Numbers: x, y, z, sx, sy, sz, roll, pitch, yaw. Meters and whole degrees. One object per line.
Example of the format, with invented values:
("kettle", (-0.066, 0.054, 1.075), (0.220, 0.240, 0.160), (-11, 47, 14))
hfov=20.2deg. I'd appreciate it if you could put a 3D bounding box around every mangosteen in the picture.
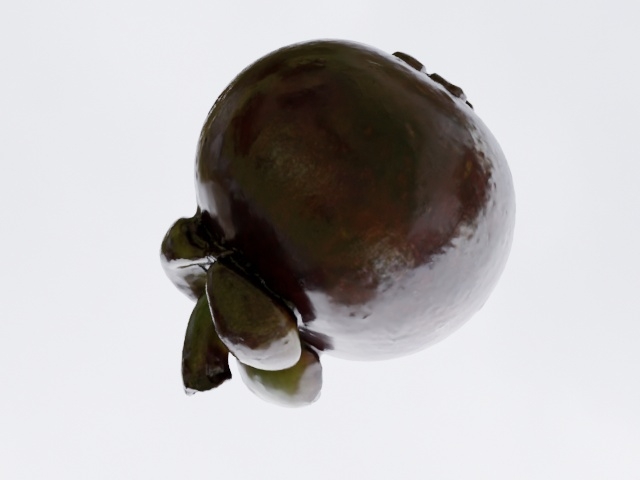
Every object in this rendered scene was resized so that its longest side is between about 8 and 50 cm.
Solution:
("mangosteen", (0.000, 0.000, 1.143), (0.215, 0.215, 0.257), (36, -91, 25))
